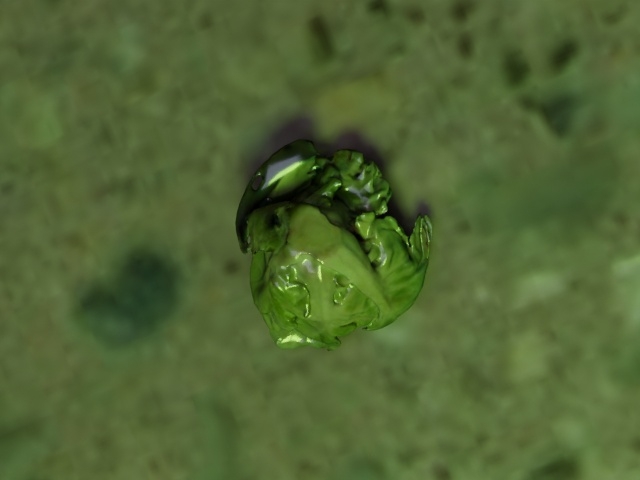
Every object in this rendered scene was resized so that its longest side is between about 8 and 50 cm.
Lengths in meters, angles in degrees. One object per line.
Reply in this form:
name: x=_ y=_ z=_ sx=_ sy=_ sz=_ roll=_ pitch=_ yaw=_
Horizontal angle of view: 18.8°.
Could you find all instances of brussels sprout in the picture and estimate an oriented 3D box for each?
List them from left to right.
brussels sprout: x=0.000 y=0.000 z=0.789 sx=0.085 sy=0.058 sz=0.085 roll=-4 pitch=74 yaw=16
